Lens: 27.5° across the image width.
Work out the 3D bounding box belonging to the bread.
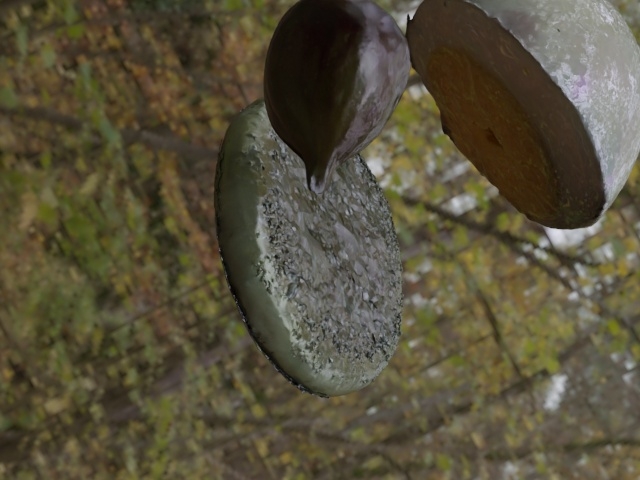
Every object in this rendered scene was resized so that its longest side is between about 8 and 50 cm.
[{"bbox_3d":[0.000,0.000,1.076,0.267,0.040,0.266,37,45,-48],"label":"bread"}]

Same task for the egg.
[{"bbox_3d":[0.268,-0.191,1.514,0.337,0.201,0.337,47,-16,18],"label":"egg"}]

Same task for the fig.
[{"bbox_3d":[0.009,-0.101,0.931,0.103,0.109,0.154,-22,-120,51],"label":"fig"}]
